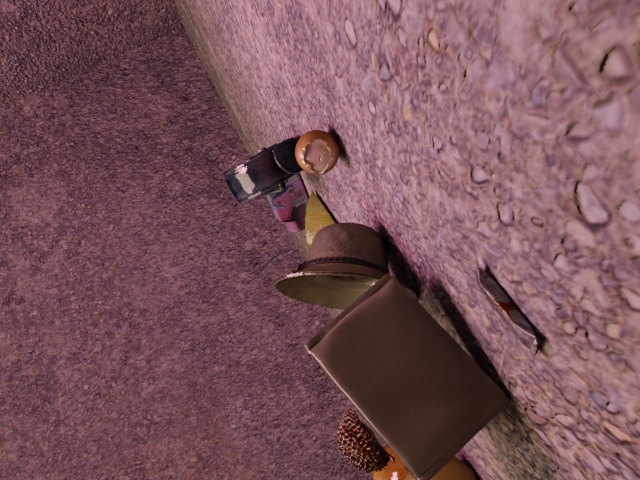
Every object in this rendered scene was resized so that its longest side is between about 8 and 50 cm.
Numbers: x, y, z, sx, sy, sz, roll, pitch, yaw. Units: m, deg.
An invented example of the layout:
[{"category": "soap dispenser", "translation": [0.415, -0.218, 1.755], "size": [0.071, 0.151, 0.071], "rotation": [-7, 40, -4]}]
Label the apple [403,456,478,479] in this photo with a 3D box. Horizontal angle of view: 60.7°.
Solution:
[{"category": "apple", "translation": [0.275, 0.580, 1.242], "size": [0.200, 0.200, 0.200], "rotation": [62, 173, 13]}]

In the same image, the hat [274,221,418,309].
[{"category": "hat", "translation": [0.053, 0.039, 0.991], "size": [0.257, 0.257, 0.130], "rotation": [81, -165, -69]}]

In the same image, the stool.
[{"category": "stool", "translation": [0.125, 0.223, 0.867], "size": [0.243, 0.170, 0.269], "rotation": [47, 171, 17]}]

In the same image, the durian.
[{"category": "durian", "translation": [0.072, 0.358, 0.940], "size": [0.110, 0.071, 0.140], "rotation": [54, 166, -27]}]

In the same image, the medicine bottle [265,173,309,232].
[{"category": "medicine bottle", "translation": [-0.098, -0.120, 1.696], "size": [0.094, 0.119, 0.188], "rotation": [55, 169, 54]}]

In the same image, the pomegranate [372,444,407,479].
[{"category": "pomegranate", "translation": [0.248, 0.632, 1.453], "size": [0.248, 0.248, 0.248], "rotation": [62, 173, 13]}]

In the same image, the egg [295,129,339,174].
[{"category": "egg", "translation": [-0.006, -0.161, 0.991], "size": [0.096, 0.080, 0.080], "rotation": [-87, -26, -70]}]

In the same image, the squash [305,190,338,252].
[{"category": "squash", "translation": [0.049, 0.004, 1.491], "size": [0.204, 0.155, 0.237], "rotation": [-72, -30, -41]}]

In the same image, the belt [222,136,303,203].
[{"category": "belt", "translation": [-0.130, -0.173, 1.368], "size": [0.116, 0.206, 0.267], "rotation": [61, 168, -10]}]

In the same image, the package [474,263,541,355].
[{"category": "package", "translation": [0.196, 0.072, 0.582], "size": [0.110, 0.015, 0.037], "rotation": [58, 171, 33]}]
